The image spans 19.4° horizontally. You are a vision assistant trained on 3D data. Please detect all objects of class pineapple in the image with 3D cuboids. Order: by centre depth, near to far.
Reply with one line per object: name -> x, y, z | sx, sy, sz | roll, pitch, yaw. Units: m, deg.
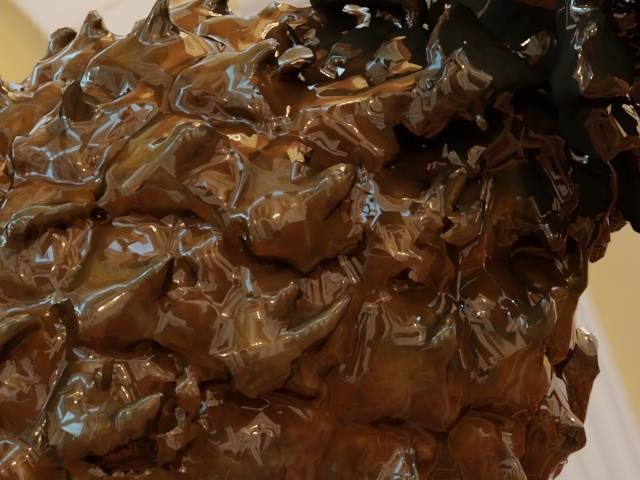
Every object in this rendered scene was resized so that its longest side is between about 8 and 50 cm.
pineapple -> 0.000, 0.000, 0.452 | 0.362, 0.202, 0.202 | -47, -17, 6
